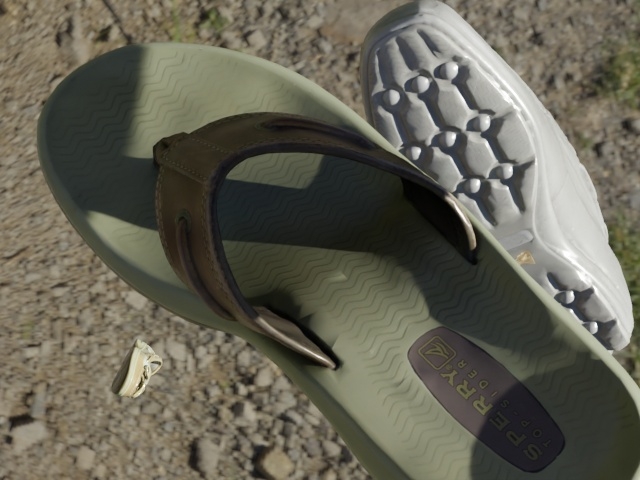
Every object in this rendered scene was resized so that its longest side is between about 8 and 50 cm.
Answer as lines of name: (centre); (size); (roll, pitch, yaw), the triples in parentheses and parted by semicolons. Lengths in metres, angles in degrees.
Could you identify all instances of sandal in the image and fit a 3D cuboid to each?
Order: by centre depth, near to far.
sandal: (0.002, 0.000, 0.441); (0.120, 0.303, 0.086); (-47, 150, -12)

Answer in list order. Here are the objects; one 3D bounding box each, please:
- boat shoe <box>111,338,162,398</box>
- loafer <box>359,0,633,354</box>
boat shoe: (-0.228, 0.167, 1.453); (0.048, 0.153, 0.056); (31, 94, -8)
loafer: (0.122, -0.040, 0.787); (0.319, 0.112, 0.111); (55, 25, -35)
